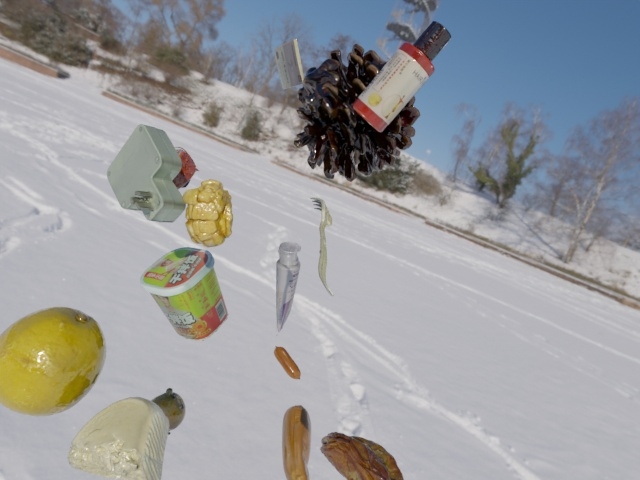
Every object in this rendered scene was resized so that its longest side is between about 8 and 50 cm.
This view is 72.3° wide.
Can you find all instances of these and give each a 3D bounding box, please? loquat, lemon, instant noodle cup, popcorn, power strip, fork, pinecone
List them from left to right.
[{"bbox_3d":[-0.870,0.383,1.410,0.347,0.348,0.348,23,6,-3],"label":"lemon"},{"bbox_3d":[-0.518,-0.176,1.279,0.261,0.229,0.141,57,25,18],"label":"power strip"},{"bbox_3d":[-0.663,0.729,1.880,0.172,0.205,0.149,11,10,-37],"label":"loquat"},{"bbox_3d":[-0.533,0.229,1.792,0.293,0.308,0.294,-10,32,6],"label":"instant noodle cup"},{"bbox_3d":[-0.318,-0.082,1.269,0.140,0.194,0.163,4,-13,-1],"label":"popcorn"},{"bbox_3d":[0.006,-0.001,0.622,0.028,0.034,0.220,-13,36,4],"label":"fork"},{"bbox_3d":[0.085,-0.363,1.343,0.397,0.398,0.398,23,6,-3],"label":"pinecone"}]

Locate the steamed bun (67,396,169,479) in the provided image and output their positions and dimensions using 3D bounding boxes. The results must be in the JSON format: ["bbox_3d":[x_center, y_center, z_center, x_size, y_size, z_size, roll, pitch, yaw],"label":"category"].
[{"bbox_3d":[-0.645,0.652,1.406,0.271,0.291,0.274,5,47,-7],"label":"steamed bun"}]

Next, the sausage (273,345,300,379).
[{"bbox_3d":[-0.148,0.540,1.940,0.183,0.062,0.054,51,-26,22],"label":"sausage"}]

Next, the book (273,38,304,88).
[{"bbox_3d":[-0.098,-0.537,1.346,0.014,0.127,0.181,-19,20,-20],"label":"book"}]

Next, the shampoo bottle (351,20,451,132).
[{"bbox_3d":[0.204,-0.405,1.076,0.104,0.278,0.104,38,15,-12],"label":"shampoo bottle"}]

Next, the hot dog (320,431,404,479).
[{"bbox_3d":[0.117,0.597,1.174,0.259,0.114,0.175,33,1,39],"label":"hot dog"}]

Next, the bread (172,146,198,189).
[{"bbox_3d":[-0.555,-0.243,1.570,0.211,0.224,0.143,18,-33,55],"label":"bread"}]

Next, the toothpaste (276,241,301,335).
[{"bbox_3d":[-0.105,0.150,1.346,0.072,0.300,0.114,11,28,8],"label":"toothpaste"}]

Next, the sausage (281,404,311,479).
[{"bbox_3d":[-0.089,0.787,1.648,0.115,0.134,0.354,-2,25,-2],"label":"sausage"}]
